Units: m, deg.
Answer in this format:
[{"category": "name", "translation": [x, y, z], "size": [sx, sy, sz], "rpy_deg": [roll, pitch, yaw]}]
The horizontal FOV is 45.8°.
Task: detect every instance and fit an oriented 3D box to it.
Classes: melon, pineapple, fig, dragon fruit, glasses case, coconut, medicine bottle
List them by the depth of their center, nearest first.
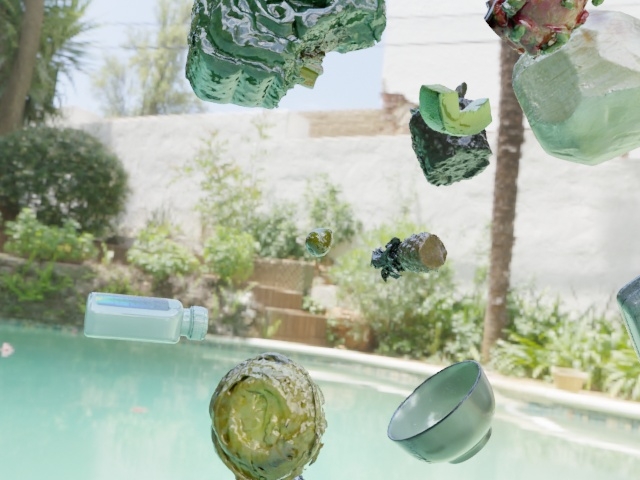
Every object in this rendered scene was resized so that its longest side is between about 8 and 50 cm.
[{"category": "dragon fruit", "translation": [0.375, -0.398, 1.262], "size": [0.172, 0.160, 0.166], "rpy_deg": [-45, -16, 29]}, {"category": "medicine bottle", "translation": [-0.335, 0.151, 1.458], "size": [0.228, 0.083, 0.121], "rpy_deg": [6, 8, -18]}, {"category": "glasses case", "translation": [0.686, 0.177, 1.509], "size": [0.131, 0.074, 0.323], "rpy_deg": [-32, -50, 7]}, {"category": "melon", "translation": [0.319, -0.299, 1.767], "size": [0.209, 0.118, 0.064], "rpy_deg": [-3, 24, -32]}, {"category": "coconut", "translation": [0.700, -0.397, 1.876], "size": [0.415, 0.416, 0.344], "rpy_deg": [3, -2, 27]}, {"category": "pineapple", "translation": [0.218, 0.046, 1.981], "size": [0.111, 0.119, 0.237], "rpy_deg": [13, -14, -32]}, {"category": "fig", "translation": [0.000, 0.000, 2.058], "size": [0.074, 0.088, 0.074], "rpy_deg": [35, -22, 17]}]

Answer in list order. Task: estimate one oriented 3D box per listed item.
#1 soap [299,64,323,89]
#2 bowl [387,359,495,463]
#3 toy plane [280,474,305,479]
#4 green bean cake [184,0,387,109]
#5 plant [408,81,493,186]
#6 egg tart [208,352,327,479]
[{"category": "soap", "translation": [-0.114, -0.460, 1.828], "size": [0.232, 0.073, 0.140], "rpy_deg": [17, 30, -33]}, {"category": "bowl", "translation": [0.391, 0.543, 2.273], "size": [0.185, 0.354, 0.354], "rpy_deg": [51, -14, -6]}, {"category": "toy plane", "translation": [-0.073, 0.665, 2.074], "size": [0.078, 0.053, 0.197], "rpy_deg": [-14, 14, -34]}, {"category": "green bean cake", "translation": [-0.048, -0.365, 1.209], "size": [0.307, 0.300, 0.169], "rpy_deg": [7, -12, -14]}, {"category": "plant", "translation": [0.367, -0.333, 2.222], "size": [0.215, 0.312, 0.213], "rpy_deg": [-12, -22, 3]}, {"category": "egg tart", "translation": [-0.122, 0.362, 1.542], "size": [0.278, 0.279, 0.095], "rpy_deg": [3, -13, 28]}]
